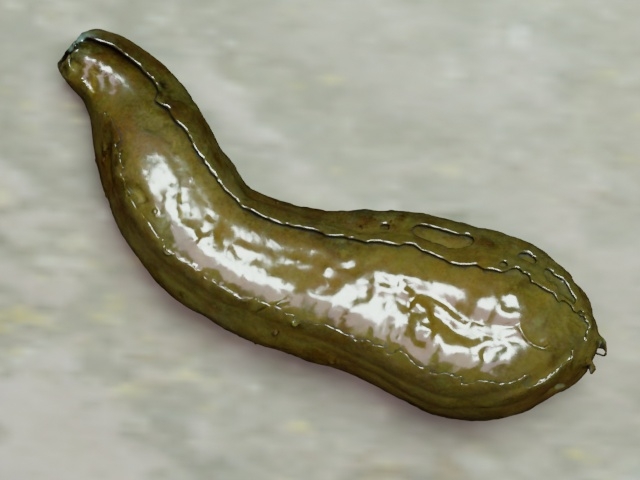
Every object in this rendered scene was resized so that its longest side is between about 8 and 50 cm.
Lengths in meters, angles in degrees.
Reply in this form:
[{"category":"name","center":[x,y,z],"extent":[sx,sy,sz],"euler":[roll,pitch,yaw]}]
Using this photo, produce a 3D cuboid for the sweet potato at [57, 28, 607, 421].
[{"category":"sweet potato","center":[-0.004,0.004,0.748],"extent":[0.233,0.062,0.081],"euler":[27,80,0]}]
